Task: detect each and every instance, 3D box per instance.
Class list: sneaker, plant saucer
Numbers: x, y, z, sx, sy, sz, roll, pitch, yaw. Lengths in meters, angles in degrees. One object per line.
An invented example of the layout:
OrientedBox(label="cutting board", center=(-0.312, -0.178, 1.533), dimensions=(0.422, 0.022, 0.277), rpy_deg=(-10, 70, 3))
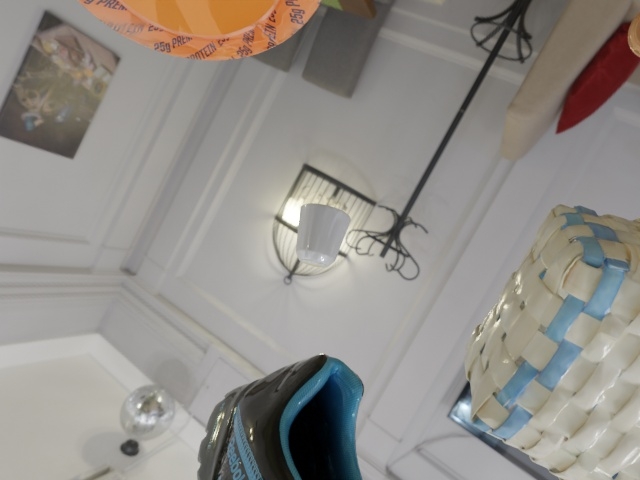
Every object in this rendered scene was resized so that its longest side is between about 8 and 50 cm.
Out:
OrientedBox(label="sneaker", center=(-0.033, 0.230, 0.279), dimensions=(0.125, 0.140, 0.340), rpy_deg=(30, -142, -28))
OrientedBox(label="plant saucer", center=(0.452, -0.278, 0.575), dimensions=(0.083, 0.083, 0.013), rpy_deg=(32, -165, 33))

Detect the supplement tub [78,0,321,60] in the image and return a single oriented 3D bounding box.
OrientedBox(label="supplement tub", center=(-0.086, -0.316, 0.305), dimensions=(0.207, 0.337, 0.207), rpy_deg=(-5, 161, -2))

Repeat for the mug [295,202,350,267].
OrientedBox(label="mug", center=(0.002, 0.000, 0.527), dimensions=(0.062, 0.064, 0.078), rpy_deg=(5, 163, 26))

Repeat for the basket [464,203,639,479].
OrientedBox(label="basket", center=(0.291, 0.106, 0.355), dimensions=(0.289, 0.254, 0.201), rpy_deg=(27, -154, 11))
